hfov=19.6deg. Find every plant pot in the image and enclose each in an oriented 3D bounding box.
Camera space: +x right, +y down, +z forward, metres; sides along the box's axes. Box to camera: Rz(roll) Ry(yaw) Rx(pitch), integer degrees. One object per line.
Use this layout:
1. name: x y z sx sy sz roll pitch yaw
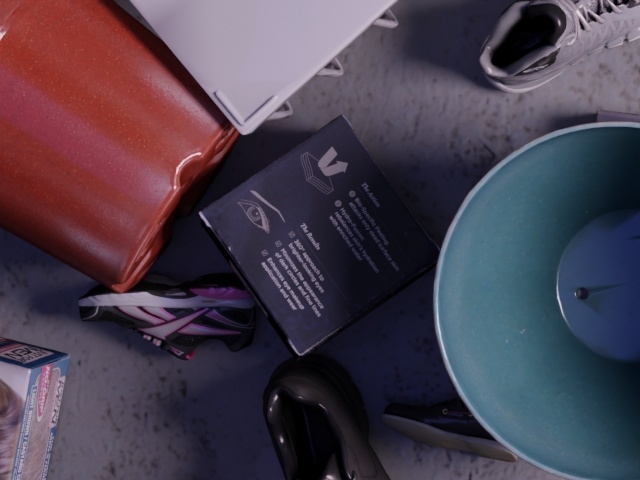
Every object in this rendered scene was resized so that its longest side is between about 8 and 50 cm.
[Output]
1. plant pot: -0.227 -0.106 1.649 0.265 0.272 0.272 34 101 2
2. plant pot: 0.256 0.045 1.554 0.290 0.195 0.290 1 94 15

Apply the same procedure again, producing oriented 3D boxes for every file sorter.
1. file sorter: -0.005 -0.255 1.616 0.278 0.173 0.193 -41 84 13

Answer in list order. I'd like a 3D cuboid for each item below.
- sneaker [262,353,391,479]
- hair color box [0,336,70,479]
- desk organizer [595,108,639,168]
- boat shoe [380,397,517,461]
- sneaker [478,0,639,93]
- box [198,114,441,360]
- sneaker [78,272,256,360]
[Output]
1. sneaker: 0.027 0.239 1.659 0.109 0.130 0.286 -36 86 12
2. hair color box: -0.431 0.158 1.784 0.347 0.105 0.174 12 97 13
3. desk organizer: 0.304 -0.083 1.610 0.130 0.050 0.047 9 95 14
4. boat shoe: 0.120 0.166 1.677 0.133 0.049 0.042 10 68 20
5. sneaker: 0.231 -0.199 1.579 0.229 0.132 0.086 -35 84 14
6. box: 0.000 0.000 1.649 0.158 0.093 0.156 -34 84 -5
7. sneaker: -0.143 0.075 1.726 0.178 0.072 0.077 0 103 20
